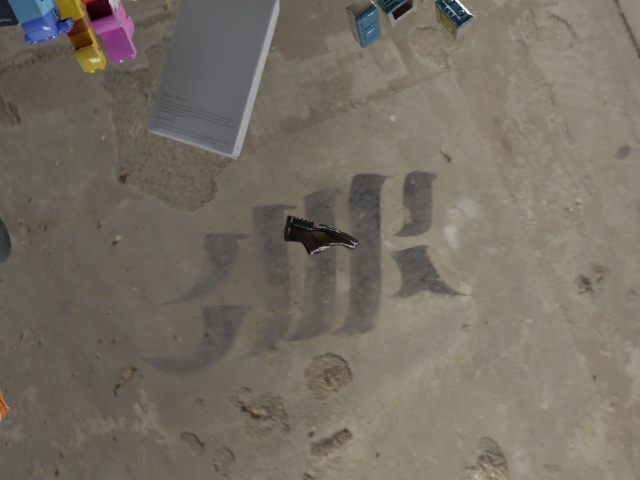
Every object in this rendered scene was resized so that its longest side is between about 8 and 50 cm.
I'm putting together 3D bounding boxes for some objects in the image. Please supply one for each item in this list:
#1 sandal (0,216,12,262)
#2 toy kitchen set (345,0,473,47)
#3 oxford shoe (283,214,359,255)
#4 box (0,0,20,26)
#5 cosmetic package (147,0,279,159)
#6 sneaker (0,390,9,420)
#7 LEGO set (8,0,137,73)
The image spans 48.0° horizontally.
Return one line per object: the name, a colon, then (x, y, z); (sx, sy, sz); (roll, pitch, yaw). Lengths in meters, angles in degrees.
sandal: (-0.709, 0.006, 1.401); (0.107, 0.446, 0.168); (-19, 103, 6)
toy kitchen set: (0.189, -0.465, 1.514); (0.207, 0.122, 0.166); (-37, 73, 1)
oxford shoe: (0.000, 0.000, 2.021); (0.227, 0.083, 0.096); (14, 92, -17)
box: (-0.822, -0.624, 1.727); (0.153, 0.207, 0.108); (-6, 45, -3)
cosmetic package: (-0.246, -0.407, 1.692); (0.217, 0.156, 0.385); (18, 93, -3)
sneaker: (-0.791, 0.347, 1.685); (0.064, 0.067, 0.175); (-13, 110, 7)
LEGO set: (-0.196, -0.192, 0.621); (0.087, 0.227, 0.093); (-17, 120, 4)
